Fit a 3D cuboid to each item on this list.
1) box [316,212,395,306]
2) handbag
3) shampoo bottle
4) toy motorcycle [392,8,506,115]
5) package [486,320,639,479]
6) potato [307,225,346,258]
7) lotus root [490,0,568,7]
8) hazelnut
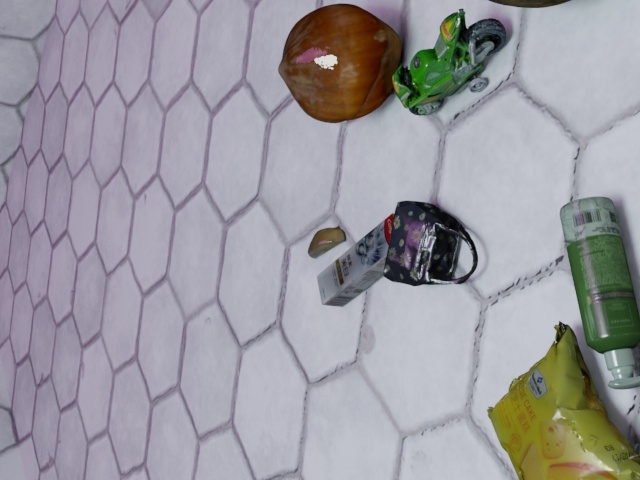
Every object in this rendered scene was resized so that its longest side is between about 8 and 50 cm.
[{"bbox_3d":[0.068,0.033,1.374,0.218,0.039,0.055,-42,50,46],"label":"box"},{"bbox_3d":[0.155,0.013,1.216,0.139,0.072,0.115,19,100,52],"label":"handbag"},{"bbox_3d":[0.307,0.057,0.981,0.065,0.065,0.204,-32,60,52],"label":"shampoo bottle"},{"bbox_3d":[0.158,-0.228,1.210,0.190,0.106,0.074,-46,49,46],"label":"toy motorcycle"},{"bbox_3d":[0.265,0.220,0.993,0.168,0.090,0.226,-58,39,32],"label":"package"},{"bbox_3d":[0.000,-0.001,1.489,0.093,0.036,0.037,-31,63,53],"label":"potato"},{"bbox_3d":[0.239,-0.389,1.039,0.272,0.192,0.272,-29,52,47],"label":"lotus root"},{"bbox_3d":[0.032,-0.266,1.352,0.182,0.182,0.182,-12,75,56],"label":"hazelnut"}]
